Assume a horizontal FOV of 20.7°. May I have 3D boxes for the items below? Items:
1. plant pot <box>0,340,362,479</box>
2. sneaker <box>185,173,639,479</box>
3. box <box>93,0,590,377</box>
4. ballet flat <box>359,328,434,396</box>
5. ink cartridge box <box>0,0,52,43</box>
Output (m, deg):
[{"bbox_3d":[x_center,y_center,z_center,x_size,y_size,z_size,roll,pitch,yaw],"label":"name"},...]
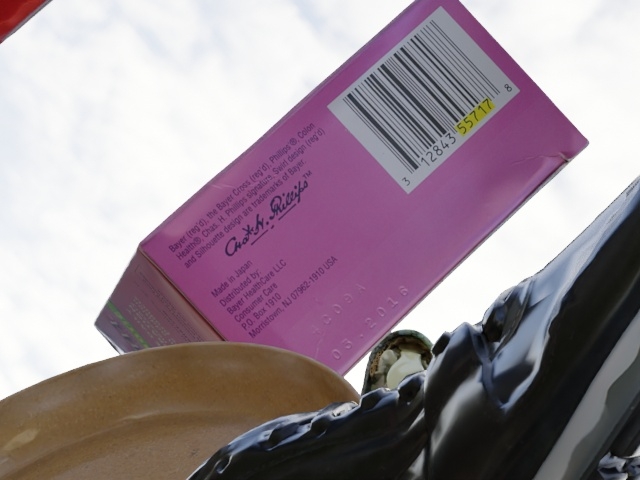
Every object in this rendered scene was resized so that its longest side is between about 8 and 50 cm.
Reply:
[{"bbox_3d":[-0.087,0.120,0.697,0.236,0.236,0.032,13,-49,46],"label":"plant pot"},{"bbox_3d":[0.020,0.069,0.455,0.124,0.283,0.107,36,12,29],"label":"sneaker"},{"bbox_3d":[0.000,0.000,0.968,0.117,0.213,0.243,47,-17,1],"label":"box"},{"bbox_3d":[0.042,0.133,1.067,0.070,0.188,0.070,4,-38,3],"label":"ballet flat"},{"bbox_3d":[-0.165,-0.172,0.638,0.231,0.134,0.078,50,2,33],"label":"ink cartridge box"}]
